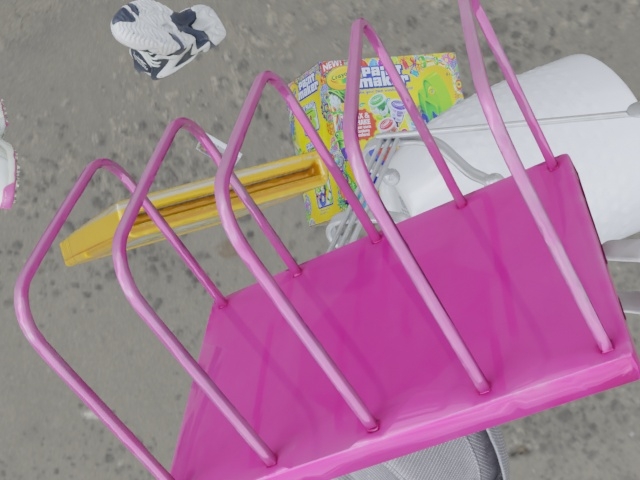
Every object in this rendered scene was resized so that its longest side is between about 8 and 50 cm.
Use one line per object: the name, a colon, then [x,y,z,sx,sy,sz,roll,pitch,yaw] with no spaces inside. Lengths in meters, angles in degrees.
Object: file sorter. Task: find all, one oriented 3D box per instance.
file sorter: [0.000,0.000,0.533,0.290,0.202,0.182,-23,120,19]

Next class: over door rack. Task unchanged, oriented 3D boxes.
over door rack: [0.147,-0.013,0.758,0.324,0.239,0.108,-11,130,37]

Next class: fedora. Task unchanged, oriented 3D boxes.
fedora: [0.065,0.202,0.948,0.124,0.275,0.244,-31,156,-29]

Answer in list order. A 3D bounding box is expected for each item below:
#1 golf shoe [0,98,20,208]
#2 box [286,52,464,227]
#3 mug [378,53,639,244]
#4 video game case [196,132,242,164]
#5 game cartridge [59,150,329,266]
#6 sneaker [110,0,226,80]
golf shoe: [-0.703,-0.181,1.826,0.140,0.306,0.115,-2,138,-32]
box: [0.114,-0.189,1.679,0.290,0.177,0.279,-10,88,-24]
mug: [0.249,-0.099,1.310,0.328,0.374,0.276,-23,119,-8]
video game case: [-0.205,-0.179,1.787,0.087,0.122,0.011,30,77,-9]
game cartridge: [-0.182,-0.035,1.204,0.285,0.323,0.053,-18,89,-29]
sneaker: [-0.277,-0.313,1.443,0.153,0.235,0.094,-32,91,34]
